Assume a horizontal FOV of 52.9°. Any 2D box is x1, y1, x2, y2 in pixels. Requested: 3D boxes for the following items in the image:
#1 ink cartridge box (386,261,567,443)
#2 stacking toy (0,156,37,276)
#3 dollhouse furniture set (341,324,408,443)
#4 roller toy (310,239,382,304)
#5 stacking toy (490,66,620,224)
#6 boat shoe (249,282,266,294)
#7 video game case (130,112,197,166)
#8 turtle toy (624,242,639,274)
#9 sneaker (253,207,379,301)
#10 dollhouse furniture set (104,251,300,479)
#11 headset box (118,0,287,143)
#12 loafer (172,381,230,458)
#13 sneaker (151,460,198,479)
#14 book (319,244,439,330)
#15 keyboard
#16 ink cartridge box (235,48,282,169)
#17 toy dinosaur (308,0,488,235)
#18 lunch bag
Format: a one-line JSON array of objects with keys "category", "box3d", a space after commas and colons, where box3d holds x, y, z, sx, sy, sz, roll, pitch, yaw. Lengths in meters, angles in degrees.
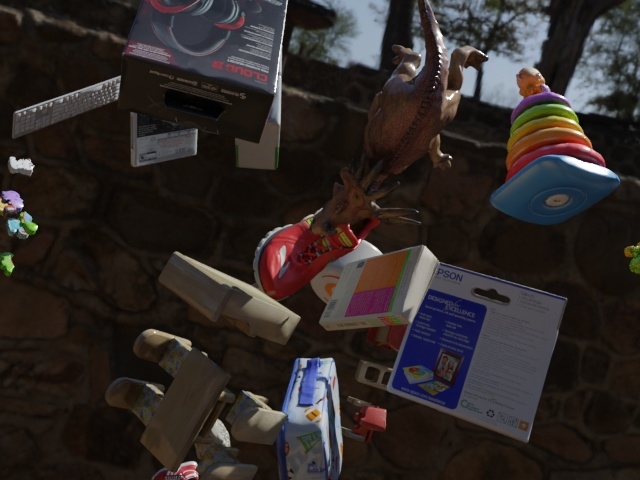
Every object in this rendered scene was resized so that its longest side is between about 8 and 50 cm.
[{"category": "ink cartridge box", "box3d": [0.334, 0.230, 1.380, 0.303, 0.307, 0.072, 17, -16, 19]}, {"category": "stacking toy", "box3d": [-0.682, -0.056, 1.442, 0.052, 0.167, 0.221, 5, 50, -42]}, {"category": "dollhouse furniture set", "box3d": [0.192, 0.361, 1.698, 0.152, 0.374, 0.201, 19, -9, -10]}, {"category": "roller toy", "box3d": [0.079, 0.088, 1.721, 0.209, 0.191, 0.146, 19, 53, 17]}, {"category": "stacking toy", "box3d": [0.397, -0.195, 1.144, 0.175, 0.302, 0.166, 13, -32, -20]}, {"category": "boat shoe", "box3d": [-0.159, 0.163, 1.749, 0.095, 0.095, 0.257, -10, 14, 43]}, {"category": "video game case", "box3d": [-0.390, -0.283, 1.615, 0.022, 0.173, 0.190, 30, 34, 35]}, {"category": "turtle toy", "box3d": [0.742, 0.036, 1.450, 0.130, 0.066, 0.095, -17, -5, -29]}, {"category": "sneaker", "box3d": [0.000, 0.000, 1.078, 0.118, 0.107, 0.279, -14, 19, 48]}, {"category": "dollhouse furniture set", "box3d": [-0.159, 0.162, 0.804, 0.212, 0.242, 0.161, 28, -3, 36]}, {"category": "headset box", "box3d": [-0.173, -0.288, 0.986, 0.218, 0.110, 0.293, 13, 52, -12]}, {"category": "loafer", "box3d": [-0.339, 0.490, 1.737, 0.111, 0.319, 0.112, -18, 34, -1]}, {"category": "sneaker", "box3d": [-0.370, 0.612, 1.645, 0.118, 0.042, 0.067, -15, 30, -13]}, {"category": "book", "box3d": [0.067, 0.062, 0.791, 0.035, 0.096, 0.144, 43, -33, -26]}, {"category": "keyboard", "box3d": [-0.516, -0.278, 1.324, 0.014, 0.072, 0.256, 49, 48, 5]}, {"category": "ink cartridge box", "box3d": [-0.121, -0.269, 1.270, 0.087, 0.208, 0.153, 2, -28, -4]}, {"category": "toy dinosaur", "box3d": [0.097, -0.127, 0.748, 0.127, 0.296, 0.200, 25, 44, 9]}, {"category": "lunch bag", "box3d": [-0.021, 0.382, 1.320, 0.115, 0.243, 0.303, -4, 18, 6]}]
